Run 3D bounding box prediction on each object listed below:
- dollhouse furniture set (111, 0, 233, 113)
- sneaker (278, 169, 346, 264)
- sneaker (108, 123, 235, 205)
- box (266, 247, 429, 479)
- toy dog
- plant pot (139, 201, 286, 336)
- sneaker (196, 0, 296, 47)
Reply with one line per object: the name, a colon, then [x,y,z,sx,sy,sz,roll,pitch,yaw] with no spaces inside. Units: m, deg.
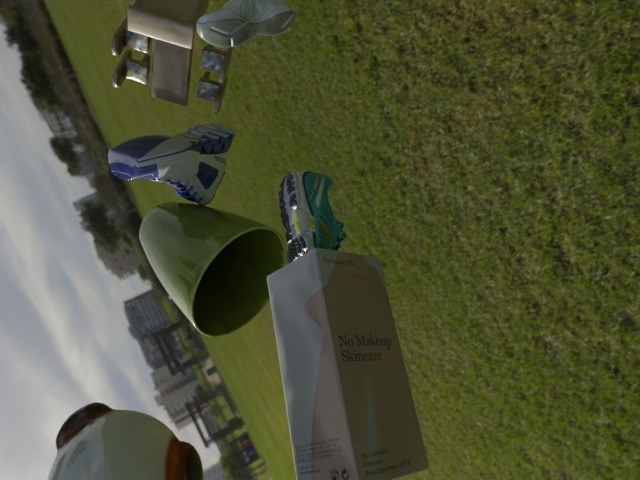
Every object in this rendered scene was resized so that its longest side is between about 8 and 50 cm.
dollhouse furniture set: [-0.285,-0.350,0.953,0.242,0.212,0.161,115,165,-49]
sneaker: [0.000,0.000,0.920,0.107,0.109,0.276,150,114,-63]
sneaker: [-0.324,-0.157,1.188,0.127,0.315,0.182,23,122,29]
box: [0.031,0.179,0.723,0.121,0.147,0.311,-31,62,41]
toy dog: [-0.340,0.407,0.641,0.284,0.408,0.396,11,125,18]
plant pot: [-0.279,0.028,1.176,0.293,0.274,0.275,31,146,30]
sneaker: [-0.110,-0.312,0.700,0.061,0.152,0.054,57,147,9]
